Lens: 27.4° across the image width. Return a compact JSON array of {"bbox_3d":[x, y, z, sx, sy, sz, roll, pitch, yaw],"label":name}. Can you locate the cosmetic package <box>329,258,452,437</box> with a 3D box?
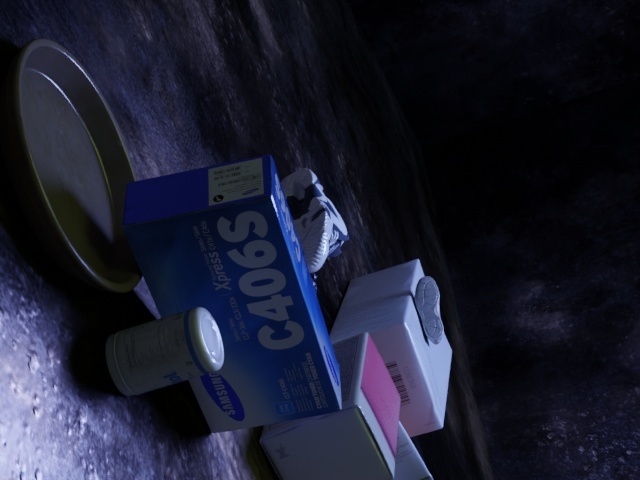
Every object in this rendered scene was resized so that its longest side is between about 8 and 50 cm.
[{"bbox_3d":[0.136,0.200,2.432,0.385,0.156,0.217,-62,134,-74],"label":"cosmetic package"}]

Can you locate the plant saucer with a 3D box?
[{"bbox_3d":[-0.258,-0.073,1.368,0.278,0.041,0.278,-18,90,-77],"label":"plant saucer"}]

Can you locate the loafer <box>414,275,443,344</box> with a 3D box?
[{"bbox_3d":[0.195,0.127,2.352,0.039,0.045,0.125,78,4,-61],"label":"loafer"}]

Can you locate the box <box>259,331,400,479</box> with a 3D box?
[{"bbox_3d":[0.020,0.251,1.846,0.127,0.148,0.232,63,15,-17],"label":"box"}]

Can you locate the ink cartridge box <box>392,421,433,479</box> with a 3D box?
[{"bbox_3d":[0.126,0.359,2.080,0.239,0.060,0.275,60,-5,41],"label":"ink cartridge box"}]

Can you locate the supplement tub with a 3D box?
[{"bbox_3d":[-0.161,0.116,1.366,0.071,0.107,0.071,-18,90,-77],"label":"supplement tub"}]

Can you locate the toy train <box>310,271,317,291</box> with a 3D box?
[{"bbox_3d":[-0.021,0.094,1.858,0.158,0.027,0.036,-80,161,-63],"label":"toy train"}]

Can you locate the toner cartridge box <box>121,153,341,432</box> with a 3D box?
[{"bbox_3d":[-0.091,0.071,1.485,0.075,0.165,0.348,-92,168,-48],"label":"toner cartridge box"}]

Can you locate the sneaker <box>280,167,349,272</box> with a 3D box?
[{"bbox_3d":[0.000,0.000,2.247,0.153,0.094,0.235,51,13,-37],"label":"sneaker"}]
